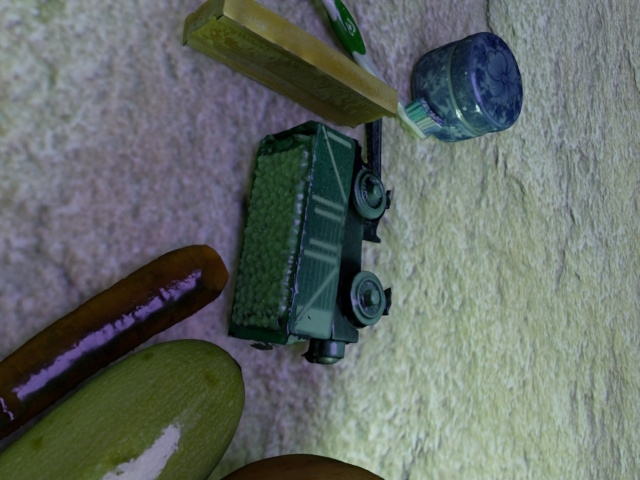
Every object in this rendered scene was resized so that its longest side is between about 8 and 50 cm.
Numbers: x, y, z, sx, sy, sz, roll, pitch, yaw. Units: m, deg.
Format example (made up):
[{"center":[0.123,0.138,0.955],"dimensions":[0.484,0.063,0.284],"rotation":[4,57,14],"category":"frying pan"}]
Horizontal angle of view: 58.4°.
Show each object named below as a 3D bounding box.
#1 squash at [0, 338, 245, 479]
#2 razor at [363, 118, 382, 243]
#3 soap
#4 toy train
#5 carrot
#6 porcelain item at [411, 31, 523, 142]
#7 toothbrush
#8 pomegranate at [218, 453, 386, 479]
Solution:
[{"center":[-0.161,0.172,0.461],"dimensions":[0.247,0.132,0.133],"rotation":[-44,114,-30],"category":"squash"},{"center":[0.071,-0.094,0.762],"dimensions":[0.066,0.033,0.190],"rotation":[13,77,-40],"category":"razor"},{"center":[-0.025,-0.194,0.649],"dimensions":[0.251,0.092,0.037],"rotation":[19,76,-38],"category":"soap"},{"center":[0.000,0.000,0.640],"dimensions":[0.154,0.115,0.270],"rotation":[19,75,-44],"category":"toy train"},{"center":[-0.212,0.097,0.488],"dimensions":[0.314,0.066,0.066],"rotation":[-36,109,-33],"category":"carrot"},{"center":[0.223,-0.226,0.852],"dimensions":[0.147,0.114,0.147],"rotation":[4,84,-41],"category":"porcelain item"},{"center":[0.025,-0.281,0.743],"dimensions":[0.418,0.040,0.042],"rotation":[42,45,-25],"category":"toothbrush"},{"center":[-0.014,0.323,0.467],"dimensions":[0.319,0.319,0.320],"rotation":[5,83,-40],"category":"pomegranate"}]
